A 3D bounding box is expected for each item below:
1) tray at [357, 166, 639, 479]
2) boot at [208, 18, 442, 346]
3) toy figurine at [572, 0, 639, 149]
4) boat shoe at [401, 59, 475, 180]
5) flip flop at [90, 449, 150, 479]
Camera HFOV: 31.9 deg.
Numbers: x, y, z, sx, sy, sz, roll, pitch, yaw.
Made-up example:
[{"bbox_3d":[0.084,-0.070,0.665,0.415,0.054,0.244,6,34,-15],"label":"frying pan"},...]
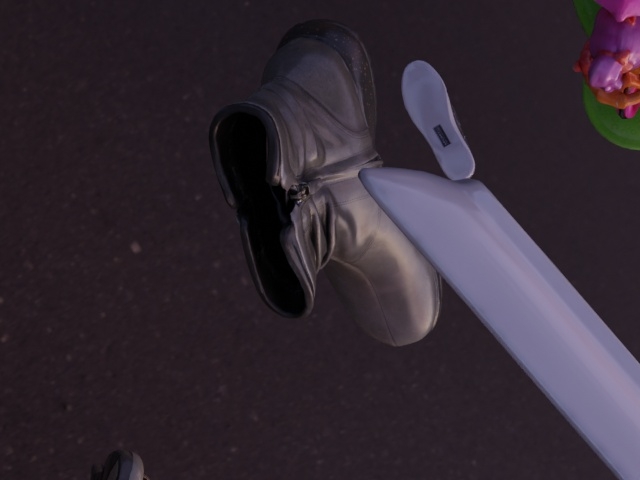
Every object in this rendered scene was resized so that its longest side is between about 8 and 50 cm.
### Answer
[{"bbox_3d":[0.114,0.069,0.393,0.270,0.030,0.145,49,5,0],"label":"tray"},{"bbox_3d":[0.000,0.000,0.692,0.161,0.083,0.247,-62,138,-51],"label":"boot"},{"bbox_3d":[0.168,-0.125,0.593,0.159,0.130,0.173,-19,128,-60],"label":"toy figurine"},{"bbox_3d":[0.128,-0.130,1.231,0.040,0.049,0.142,-56,122,-77],"label":"boat shoe"},{"bbox_3d":[-0.227,0.303,1.291,0.080,0.277,0.112,13,65,-15],"label":"flip flop"}]
